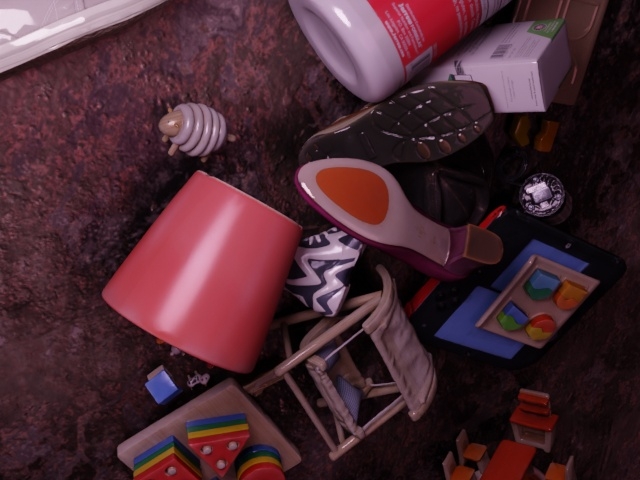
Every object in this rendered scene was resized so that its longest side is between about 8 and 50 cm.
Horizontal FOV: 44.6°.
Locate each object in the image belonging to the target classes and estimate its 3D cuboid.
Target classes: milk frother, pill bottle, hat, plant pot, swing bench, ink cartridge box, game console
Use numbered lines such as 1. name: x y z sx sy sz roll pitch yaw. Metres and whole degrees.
1. milk frother: 0.419 -0.106 1.529 0.134 0.129 0.143 16 71 -66
2. pill bottle: 0.170 -0.415 1.181 0.407 0.229 0.229 -39 123 -5
3. hat: 0.211 -0.090 1.411 0.331 0.134 0.332 -10 118 -20
4. plant pot: -0.166 0.040 1.228 0.275 0.275 0.243 30 88 -33
5. swing bench: 0.071 0.226 1.440 0.254 0.165 0.253 -26 121 5
6. ink cartridge box: 0.276 -0.282 1.274 0.160 0.219 0.093 -51 133 -40
7. game console: 0.388 0.112 1.570 0.386 0.060 0.342 20 124 -32

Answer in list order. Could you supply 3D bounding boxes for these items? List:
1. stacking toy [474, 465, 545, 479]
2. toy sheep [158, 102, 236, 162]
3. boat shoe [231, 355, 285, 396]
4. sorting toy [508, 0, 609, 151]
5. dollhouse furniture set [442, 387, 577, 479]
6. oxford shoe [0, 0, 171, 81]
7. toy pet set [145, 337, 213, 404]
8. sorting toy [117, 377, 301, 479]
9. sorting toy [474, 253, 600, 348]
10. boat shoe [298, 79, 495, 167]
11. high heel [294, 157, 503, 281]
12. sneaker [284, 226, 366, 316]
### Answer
1. stacking toy: 0.491 0.763 1.733 0.350 0.480 0.351 -11 118 -21
2. toy sheep: -0.191 -0.170 1.213 0.132 0.091 0.091 5 112 -42
3. boat shoe: -0.122 0.269 1.468 0.135 0.050 0.045 -25 116 -13
4. sorting toy: 0.409 -0.323 1.455 0.229 0.041 0.307 1 112 -31
5. dollhouse furniture set: 0.432 0.464 1.722 0.259 0.261 0.135 -44 130 -43
6. oxford shoe: -0.383 -0.297 1.025 0.449 0.169 0.130 -24 102 -12
7. toy pet set: -0.253 0.230 1.378 0.114 0.065 0.122 -37 123 -6
8. sorting toy: -0.197 0.420 1.451 0.255 0.089 0.257 -32 123 5
9. sorting toy: 0.434 0.130 1.547 0.208 0.038 0.193 18 119 -30
10. boat shoe: 0.117 -0.186 1.264 0.323 0.120 0.123 -16 112 20
11. high heel: 0.102 -0.018 1.284 0.377 0.181 0.127 26 70 -19
12. sneaker: 0.000 0.000 1.357 0.153 0.094 0.235 22 95 7
